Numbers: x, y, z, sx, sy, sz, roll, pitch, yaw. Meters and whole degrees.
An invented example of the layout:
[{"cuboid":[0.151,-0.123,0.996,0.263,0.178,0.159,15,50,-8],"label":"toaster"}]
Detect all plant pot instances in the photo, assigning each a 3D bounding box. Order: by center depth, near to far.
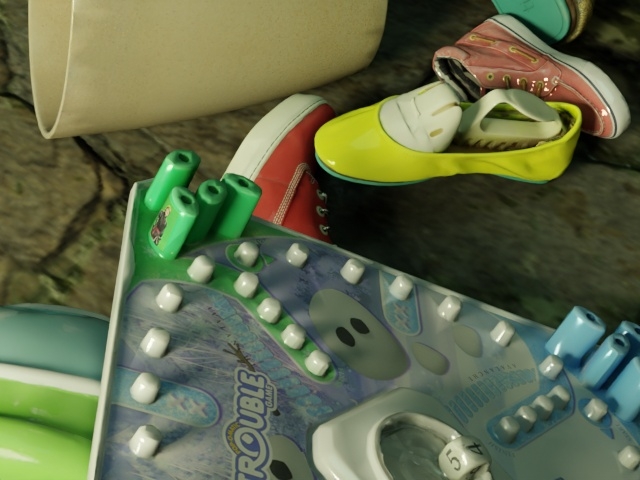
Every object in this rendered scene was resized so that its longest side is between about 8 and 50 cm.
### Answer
[{"cuboid":[-0.092,-0.208,1.101,0.274,0.256,0.256,1,48,-20],"label":"plant pot"}]

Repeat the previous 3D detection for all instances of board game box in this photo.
[{"cuboid":[0.065,0.130,0.752,0.390,0.050,0.390,21,35,-17],"label":"board game box"}]

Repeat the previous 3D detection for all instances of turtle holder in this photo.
[{"cuboid":[-0.148,0.146,0.783,0.320,0.243,0.227,-13,33,13],"label":"turtle holder"}]

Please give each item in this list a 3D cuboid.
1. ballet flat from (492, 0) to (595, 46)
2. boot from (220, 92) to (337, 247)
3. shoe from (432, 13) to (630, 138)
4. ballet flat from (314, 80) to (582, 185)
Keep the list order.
[{"cuboid":[0.141,-0.330,1.145,0.123,0.348,0.123,-31,22,14],"label":"ballet flat"},{"cuboid":[0.000,0.000,1.010,0.176,0.088,0.244,23,55,11],"label":"boot"},{"cuboid":[0.176,-0.128,1.121,0.081,0.063,0.178,-30,50,-20],"label":"shoe"},{"cuboid":[0.108,-0.089,1.031,0.231,0.077,0.077,1,53,-26],"label":"ballet flat"}]
